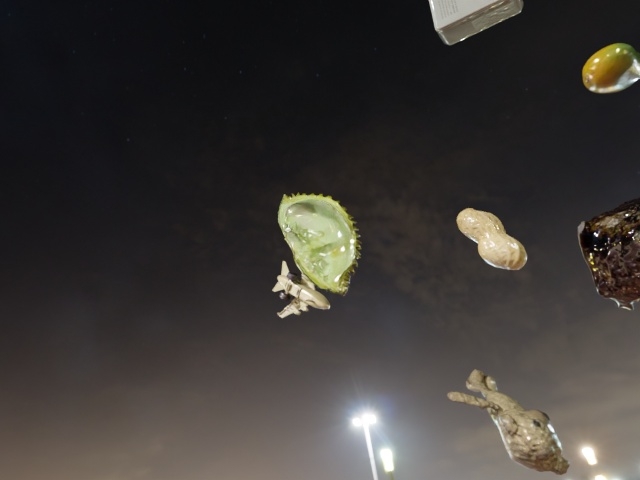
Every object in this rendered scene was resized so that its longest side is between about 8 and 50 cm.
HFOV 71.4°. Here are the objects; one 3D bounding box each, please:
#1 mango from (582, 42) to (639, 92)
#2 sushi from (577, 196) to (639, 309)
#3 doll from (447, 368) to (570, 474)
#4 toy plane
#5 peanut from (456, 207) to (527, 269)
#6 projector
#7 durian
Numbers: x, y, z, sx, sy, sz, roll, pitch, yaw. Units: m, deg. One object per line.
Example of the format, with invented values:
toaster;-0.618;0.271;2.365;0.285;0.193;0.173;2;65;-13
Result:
mango;0.957;-0.557;1.451;0.251;0.114;0.156;-10;-47;-35
sushi;0.689;0.011;0.876;0.348;0.234;0.207;-24;-6;-31
doll;0.350;0.318;0.818;0.091;0.202;0.286;-51;-26;4
toy plane;-0.065;0.159;1.415;0.092;0.244;0.229;14;-80;-42
peanut;0.380;-0.006;1.000;0.082;0.187;0.082;-21;-33;-14
projector;0.347;-0.616;1.049;0.192;0.257;0.099;-16;-16;29
durian;0.006;-0.006;1.358;0.198;0.394;0.163;6;-39;-37
